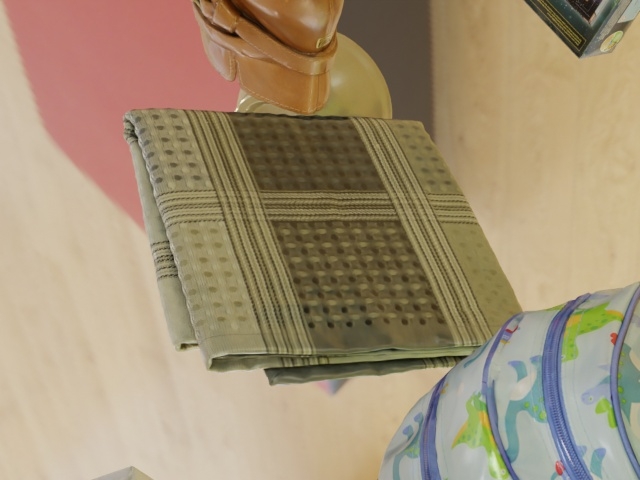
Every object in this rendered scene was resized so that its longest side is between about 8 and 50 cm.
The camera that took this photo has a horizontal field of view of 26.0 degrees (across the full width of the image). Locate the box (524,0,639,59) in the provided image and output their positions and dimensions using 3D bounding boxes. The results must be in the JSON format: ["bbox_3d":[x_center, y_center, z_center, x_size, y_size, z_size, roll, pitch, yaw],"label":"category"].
[{"bbox_3d":[0.179,-0.277,1.070,0.233,0.044,0.159,53,137,24],"label":"box"}]

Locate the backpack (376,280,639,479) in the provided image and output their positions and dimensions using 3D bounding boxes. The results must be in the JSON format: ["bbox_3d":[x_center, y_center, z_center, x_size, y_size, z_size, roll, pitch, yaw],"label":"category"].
[{"bbox_3d":[0.203,0.198,0.818,0.355,0.290,0.273,34,128,9],"label":"backpack"}]

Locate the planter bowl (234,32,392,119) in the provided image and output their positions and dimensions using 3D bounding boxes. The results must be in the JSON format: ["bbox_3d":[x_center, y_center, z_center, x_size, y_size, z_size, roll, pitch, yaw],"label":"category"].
[{"bbox_3d":[-0.022,-0.125,1.426,0.162,0.109,0.162,16,124,26],"label":"planter bowl"}]

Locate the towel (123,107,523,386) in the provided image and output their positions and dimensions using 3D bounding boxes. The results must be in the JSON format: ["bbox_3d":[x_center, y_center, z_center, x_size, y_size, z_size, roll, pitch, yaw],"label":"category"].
[{"bbox_3d":[0.000,0.000,1.234,0.324,0.312,0.056,-112,31,-42],"label":"towel"}]

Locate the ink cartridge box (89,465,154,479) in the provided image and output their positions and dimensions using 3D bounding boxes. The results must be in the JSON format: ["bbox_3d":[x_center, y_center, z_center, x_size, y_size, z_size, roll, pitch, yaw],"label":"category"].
[{"bbox_3d":[-0.161,0.286,1.213,0.139,0.082,0.190,-21,139,25],"label":"ink cartridge box"}]

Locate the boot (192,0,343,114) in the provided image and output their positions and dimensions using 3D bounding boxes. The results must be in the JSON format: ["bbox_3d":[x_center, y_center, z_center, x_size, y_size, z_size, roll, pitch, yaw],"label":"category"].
[{"bbox_3d":[-0.080,-0.239,1.041,0.283,0.109,0.220,38,153,27],"label":"boot"}]
